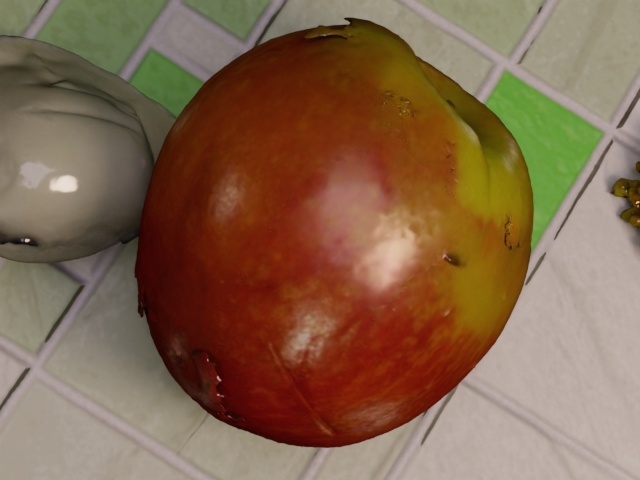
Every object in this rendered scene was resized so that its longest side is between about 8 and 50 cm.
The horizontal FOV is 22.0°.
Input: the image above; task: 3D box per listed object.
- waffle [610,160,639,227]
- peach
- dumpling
[{"bbox_3d":[0.403,-0.038,1.615,0.197,0.070,0.193,-28,84,-10],"label":"waffle"},{"bbox_3d":[0.000,0.000,1.435,0.370,0.370,0.370,1,80,-7],"label":"peach"},{"bbox_3d":[-0.250,-0.086,1.521,0.175,0.243,0.226,-28,61,28],"label":"dumpling"}]
